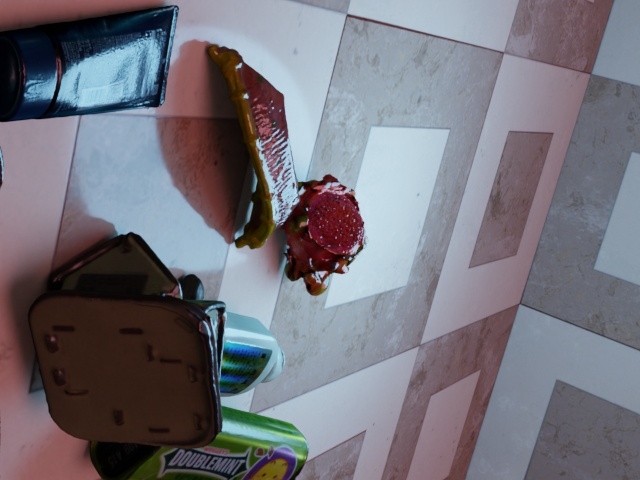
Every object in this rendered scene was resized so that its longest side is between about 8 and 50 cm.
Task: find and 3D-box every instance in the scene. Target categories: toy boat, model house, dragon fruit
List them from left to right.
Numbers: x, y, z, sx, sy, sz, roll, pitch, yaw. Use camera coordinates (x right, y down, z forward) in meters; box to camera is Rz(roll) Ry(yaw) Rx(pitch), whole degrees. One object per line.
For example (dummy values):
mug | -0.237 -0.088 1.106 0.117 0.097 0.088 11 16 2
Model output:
model house | -0.200 0.072 1.130 0.279 0.204 0.219 -81 174 -54
toy boat | -0.082 -0.115 1.250 0.141 0.099 0.318 -100 -176 -50
dragon fruit | 0.000 0.000 1.443 0.133 0.150 0.208 -11 130 -25

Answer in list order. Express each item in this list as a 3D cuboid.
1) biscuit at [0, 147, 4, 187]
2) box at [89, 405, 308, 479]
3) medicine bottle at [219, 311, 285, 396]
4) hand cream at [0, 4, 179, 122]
biscuit | -0.364 -0.052 0.842 0.192 0.049 0.192 -50 151 -41
box | -0.157 0.295 1.325 0.134 0.097 0.345 -49 144 7
medicine bottle | -0.130 0.166 1.357 0.121 0.083 0.229 -51 152 8
hand cream | -0.232 -0.181 0.981 0.270 0.061 0.120 -26 133 -58
